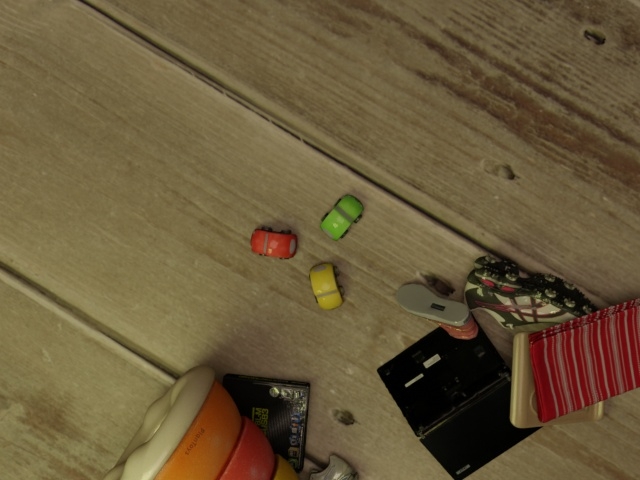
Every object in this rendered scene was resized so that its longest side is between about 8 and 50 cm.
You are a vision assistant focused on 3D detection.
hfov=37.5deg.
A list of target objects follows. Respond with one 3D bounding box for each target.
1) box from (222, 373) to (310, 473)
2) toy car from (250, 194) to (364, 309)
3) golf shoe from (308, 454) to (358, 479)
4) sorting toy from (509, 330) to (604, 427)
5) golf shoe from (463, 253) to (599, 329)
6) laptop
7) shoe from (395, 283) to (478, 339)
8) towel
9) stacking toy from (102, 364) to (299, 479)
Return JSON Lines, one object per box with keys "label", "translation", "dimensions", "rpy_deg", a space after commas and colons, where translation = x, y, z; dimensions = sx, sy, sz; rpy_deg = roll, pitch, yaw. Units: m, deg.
{"label": "box", "translation": [-0.120, 0.383, 1.982], "dimensions": [0.184, 0.045, 0.190], "rpy_deg": [6, 95, 5]}
{"label": "toy car", "translation": [0.000, 0.000, 1.935], "dimensions": [0.239, 0.053, 0.225], "rpy_deg": [40, 98, 1]}
{"label": "golf shoe", "translation": [-0.003, 0.526, 1.983], "dimensions": [0.176, 0.069, 0.086], "rpy_deg": [-45, 68, 5]}
{"label": "sorting toy", "translation": [0.475, 0.273, 1.891], "dimensions": [0.208, 0.038, 0.193], "rpy_deg": [0, 95, -19]}
{"label": "golf shoe", "translation": [0.421, 0.125, 1.893], "dimensions": [0.273, 0.105, 0.120], "rpy_deg": [21, 119, 4]}
{"label": "laptop", "translation": [0.292, 0.321, 1.951], "dimensions": [0.234, 0.136, 0.264], "rpy_deg": [-36, 65, 7]}
{"label": "shoe", "translation": [0.235, 0.147, 1.909], "dimensions": [0.178, 0.081, 0.063], "rpy_deg": [19, 66, 39]}
{"label": "towel", "translation": [0.536, 0.234, 1.844], "dimensions": [0.275, 0.031, 0.198], "rpy_deg": [-17, 112, -12]}
{"label": "stacking toy", "translation": [-0.158, 0.507, 1.850], "dimensions": [0.480, 0.350, 0.350], "rpy_deg": [37, 97, -8]}
